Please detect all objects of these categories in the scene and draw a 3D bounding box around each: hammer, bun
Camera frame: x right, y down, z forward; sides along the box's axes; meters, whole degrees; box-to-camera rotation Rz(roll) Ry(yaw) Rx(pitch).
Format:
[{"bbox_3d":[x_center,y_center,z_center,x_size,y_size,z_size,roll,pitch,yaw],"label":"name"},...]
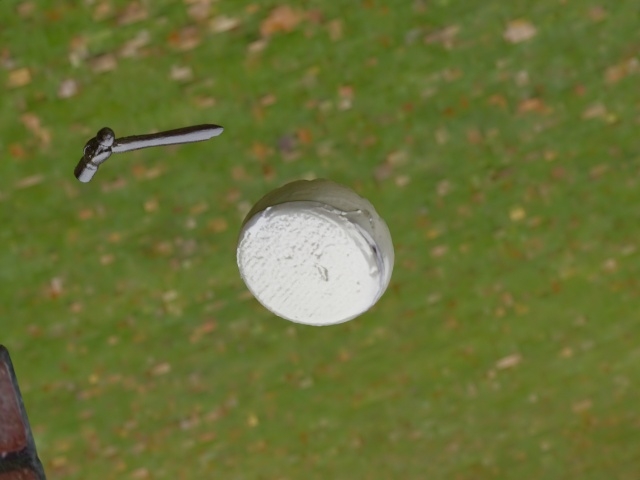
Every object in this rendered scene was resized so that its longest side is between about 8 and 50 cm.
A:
[{"bbox_3d":[-0.158,-0.092,1.858,0.178,0.021,0.065,-16,152,-50],"label":"hammer"},{"bbox_3d":[0.000,0.000,1.708,0.138,0.138,0.094,-28,-159,29],"label":"bun"}]

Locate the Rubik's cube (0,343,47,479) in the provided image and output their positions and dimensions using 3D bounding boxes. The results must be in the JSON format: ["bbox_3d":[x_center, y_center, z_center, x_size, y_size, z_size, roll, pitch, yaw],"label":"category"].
[{"bbox_3d":[-0.381,0.288,1.315,0.343,0.344,0.337,-4,164,-45],"label":"Rubik's cube"}]
